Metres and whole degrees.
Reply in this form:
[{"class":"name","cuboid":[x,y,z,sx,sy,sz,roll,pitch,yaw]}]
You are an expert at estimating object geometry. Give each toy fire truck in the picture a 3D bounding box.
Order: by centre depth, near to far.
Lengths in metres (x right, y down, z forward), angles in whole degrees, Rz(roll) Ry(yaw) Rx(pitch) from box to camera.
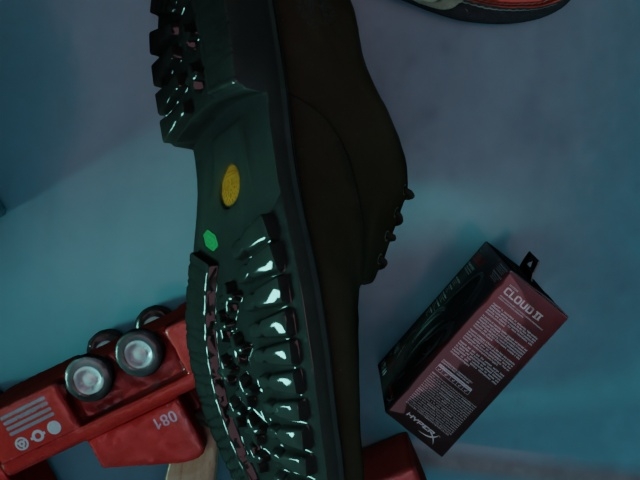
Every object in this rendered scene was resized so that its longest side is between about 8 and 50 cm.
[{"class":"toy fire truck","cuboid":[-0.063,0.100,0.426,0.192,0.047,0.135,-26,98,5]}]

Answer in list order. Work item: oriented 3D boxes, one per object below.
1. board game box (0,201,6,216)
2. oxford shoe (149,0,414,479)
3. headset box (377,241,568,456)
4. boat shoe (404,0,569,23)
[{"class":"board game box","cuboid":[-0.327,-0.091,0.380,0.254,0.079,0.336,-29,98,6]},{"class":"oxford shoe","cuboid":[0.000,0.000,0.373,0.096,0.083,0.227,-2,85,-36]},{"class":"headset box","cuboid":[0.063,0.039,0.406,0.032,0.062,0.083,38,99,-6]},{"class":"boat shoe","cuboid":[0.040,-0.119,0.389,0.137,0.043,0.049,16,98,-3]}]
